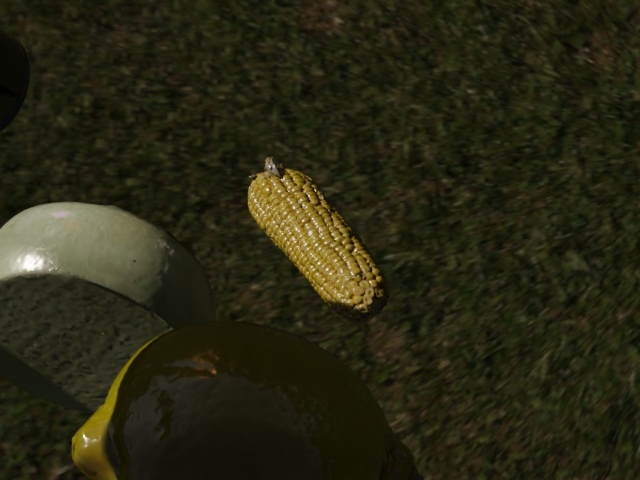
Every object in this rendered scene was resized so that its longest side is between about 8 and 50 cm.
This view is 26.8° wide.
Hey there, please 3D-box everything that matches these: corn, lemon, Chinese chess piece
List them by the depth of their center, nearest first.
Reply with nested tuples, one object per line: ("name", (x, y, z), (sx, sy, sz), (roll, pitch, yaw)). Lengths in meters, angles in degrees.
("lemon", (-0.051, 0.148, 0.953), (0.248, 0.184, 0.184), (9, 98, -13))
("Chinese chess piece", (-0.226, 0.070, 1.330), (0.250, 0.101, 0.250), (8, 141, 7))
("corn", (0.000, 0.000, 1.777), (0.106, 0.106, 0.293), (-54, 51, 14))

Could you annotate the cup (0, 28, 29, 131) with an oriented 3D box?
("cup", (-0.477, -0.200, 1.747), (0.169, 0.176, 0.223), (-33, 62, 24))
